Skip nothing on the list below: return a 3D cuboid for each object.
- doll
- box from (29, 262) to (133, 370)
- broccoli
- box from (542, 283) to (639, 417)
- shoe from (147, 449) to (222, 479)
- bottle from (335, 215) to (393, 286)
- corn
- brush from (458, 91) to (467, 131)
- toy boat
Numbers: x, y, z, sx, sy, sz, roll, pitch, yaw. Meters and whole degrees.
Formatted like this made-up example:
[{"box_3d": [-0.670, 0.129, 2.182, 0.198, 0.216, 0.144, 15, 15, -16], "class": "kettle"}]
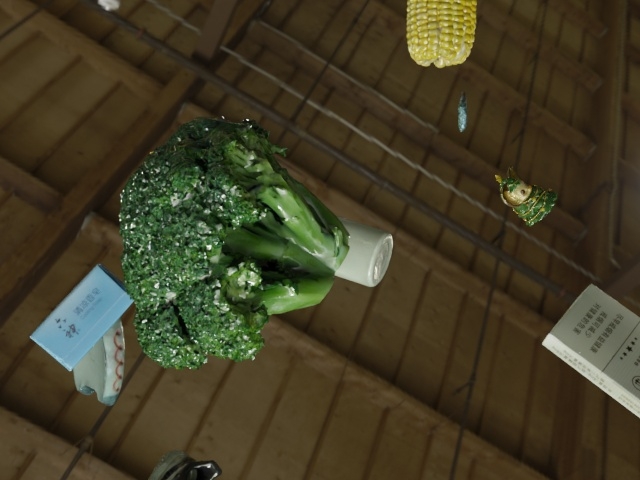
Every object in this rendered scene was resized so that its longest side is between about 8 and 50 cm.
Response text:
[{"box_3d": [0.352, -0.075, 1.387, 0.113, 0.076, 0.078, 24, -126, 4], "class": "doll"}, {"box_3d": [-0.369, 0.113, 1.230, 0.083, 0.232, 0.142, 43, -101, -9], "class": "box"}, {"box_3d": [-0.098, -0.003, 0.849, 0.245, 0.265, 0.294, 25, -124, -5], "class": "broccoli"}, {"box_3d": [0.455, 0.178, 1.117, 0.245, 0.035, 0.139, 38, -126, 18], "class": "box"}, {"box_3d": [-0.256, 0.456, 1.355, 0.099, 0.112, 0.227, 65, -152, -23], "class": "shoe"}, {"box_3d": [0.000, 0.000, 1.398, 0.245, 0.104, 0.104, 18, -141, 20], "class": "bottle"}, {"box_3d": [0.161, -0.352, 1.028, 0.093, 0.093, 0.244, 1, -89, -32], "class": "corn"}, {"box_3d": [0.325, -0.309, 1.785, 0.021, 0.070, 0.196, 0, -154, 10], "class": "brush"}, {"box_3d": [-0.431, 0.217, 1.542, 0.134, 0.207, 0.079, 11, -166, 43], "class": "toy boat"}]
